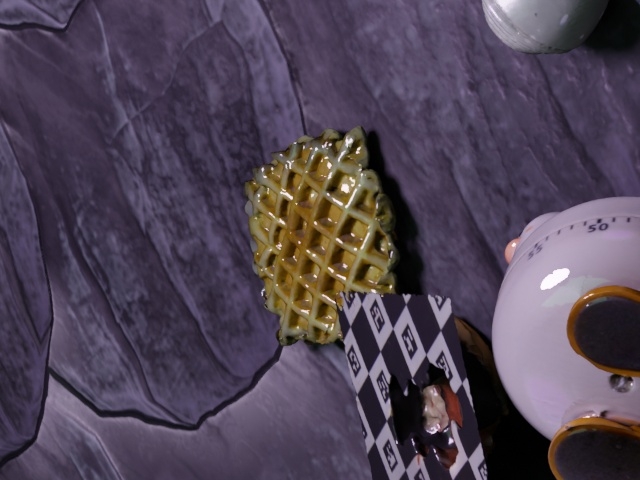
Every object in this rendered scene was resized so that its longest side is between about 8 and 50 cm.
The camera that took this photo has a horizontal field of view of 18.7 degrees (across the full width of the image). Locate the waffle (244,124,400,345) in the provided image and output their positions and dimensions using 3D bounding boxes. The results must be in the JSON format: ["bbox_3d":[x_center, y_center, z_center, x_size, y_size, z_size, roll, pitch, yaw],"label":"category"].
[{"bbox_3d":[0.000,0.000,1.920,0.214,0.054,0.208,-16,90,49],"label":"waffle"}]

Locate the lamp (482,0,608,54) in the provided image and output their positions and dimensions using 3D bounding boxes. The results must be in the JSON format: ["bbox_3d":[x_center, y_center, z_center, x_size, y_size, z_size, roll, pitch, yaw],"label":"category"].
[{"bbox_3d":[0.210,-0.233,1.603,0.106,0.106,0.193,52,124,17],"label":"lamp"}]

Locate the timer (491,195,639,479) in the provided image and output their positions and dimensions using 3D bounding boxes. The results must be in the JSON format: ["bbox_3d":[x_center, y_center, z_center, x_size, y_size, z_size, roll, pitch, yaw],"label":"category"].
[{"bbox_3d":[0.258,0.066,1.625,0.233,0.240,0.233,7,122,11],"label":"timer"}]

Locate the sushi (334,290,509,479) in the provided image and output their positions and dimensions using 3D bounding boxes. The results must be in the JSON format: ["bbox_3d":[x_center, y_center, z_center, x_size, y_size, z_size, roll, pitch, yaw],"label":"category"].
[{"bbox_3d":[0.106,0.164,1.738,0.290,0.050,0.264,171,87,-70],"label":"sushi"}]

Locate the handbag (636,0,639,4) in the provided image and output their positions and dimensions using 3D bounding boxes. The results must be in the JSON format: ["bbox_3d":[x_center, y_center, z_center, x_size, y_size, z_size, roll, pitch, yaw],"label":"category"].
[{"bbox_3d":[0.339,-0.197,1.467,0.175,0.088,0.270,-31,102,38],"label":"handbag"}]

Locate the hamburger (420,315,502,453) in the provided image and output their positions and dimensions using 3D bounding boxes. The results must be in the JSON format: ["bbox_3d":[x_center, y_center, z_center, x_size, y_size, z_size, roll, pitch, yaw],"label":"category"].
[{"bbox_3d":[0.107,0.143,1.850,0.138,0.083,0.147,-18,91,50],"label":"hamburger"}]
